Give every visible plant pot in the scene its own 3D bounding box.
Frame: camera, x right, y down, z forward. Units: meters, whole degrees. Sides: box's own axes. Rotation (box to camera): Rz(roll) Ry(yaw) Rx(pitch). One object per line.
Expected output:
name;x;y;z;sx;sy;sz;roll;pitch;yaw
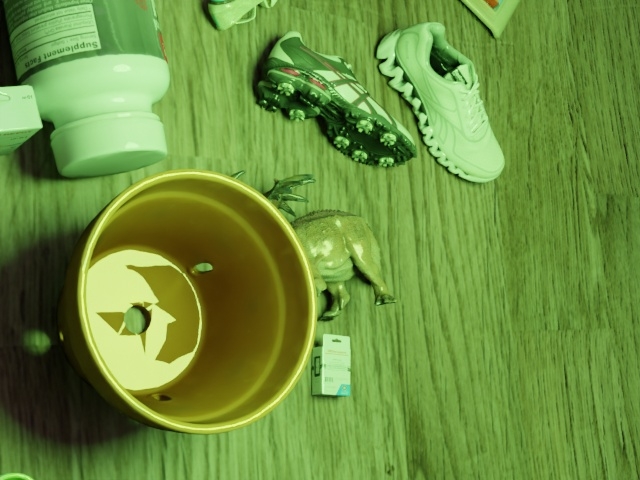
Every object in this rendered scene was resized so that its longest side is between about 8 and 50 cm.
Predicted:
plant pot;-0.179;0.080;1.104;0.291;0.203;0.290;8;75;-34

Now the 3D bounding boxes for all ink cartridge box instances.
ink cartridge box;-0.378;-0.130;1.064;0.089;0.122;0.052;-13;86;-36
ink cartridge box;0.015;0.175;1.324;0.048;0.028;0.083;10;73;-33

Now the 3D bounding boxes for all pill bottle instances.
pill bottle;-0.278;-0.243;1.128;0.176;0.176;0.318;-9;85;-36

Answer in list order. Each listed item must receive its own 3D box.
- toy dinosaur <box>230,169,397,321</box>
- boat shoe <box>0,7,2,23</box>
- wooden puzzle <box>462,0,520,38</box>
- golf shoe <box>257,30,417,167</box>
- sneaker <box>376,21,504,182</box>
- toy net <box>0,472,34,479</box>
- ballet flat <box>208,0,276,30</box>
toy dinosaur;0.000;0.000;1.304;0.296;0.127;0.200;5;69;-40
boat shoe;-0.468;-0.366;1.072;0.091;0.109;0.304;-33;102;-40
wooden puzzle;0.283;-0.506;1.662;0.239;0.044;0.221;43;58;-19
golf shoe;0.040;-0.206;1.389;0.273;0.105;0.120;30;57;-27
sneaker;0.210;-0.216;1.500;0.292;0.118;0.110;52;54;-15
toy net;-0.372;0.362;1.001;0.122;0.045;0.232;15;71;-32
ballet flat;-0.096;-0.351;1.367;0.168;0.057;0.052;-36;128;-31
